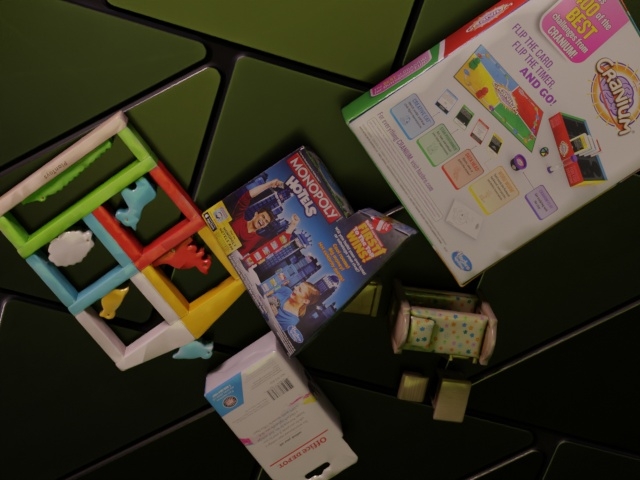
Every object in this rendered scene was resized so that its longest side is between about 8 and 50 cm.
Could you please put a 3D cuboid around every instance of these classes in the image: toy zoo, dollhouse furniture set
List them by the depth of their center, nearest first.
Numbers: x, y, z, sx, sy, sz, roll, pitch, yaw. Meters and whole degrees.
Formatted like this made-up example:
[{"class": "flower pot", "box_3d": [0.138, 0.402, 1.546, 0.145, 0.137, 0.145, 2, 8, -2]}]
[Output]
[{"class": "toy zoo", "box_3d": [-0.214, 0.022, 1.325, 0.192, 0.030, 0.293, -35, 109, 8]}, {"class": "dollhouse furniture set", "box_3d": [0.096, 0.138, 1.354, 0.182, 0.101, 0.161, 7, 110, -7]}]

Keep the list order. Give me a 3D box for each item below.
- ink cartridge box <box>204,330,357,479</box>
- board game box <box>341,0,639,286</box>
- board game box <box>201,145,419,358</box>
[{"class": "ink cartridge box", "box_3d": [-0.045, 0.212, 1.392, 0.104, 0.061, 0.181, -33, 109, 8]}, {"class": "board game box", "box_3d": [0.220, -0.132, 1.282, 0.316, 0.064, 0.242, -33, 109, 8]}, {"class": "board game box", "box_3d": [0.000, 0.000, 1.294, 0.194, 0.060, 0.194, -32, 87, 15]}]
